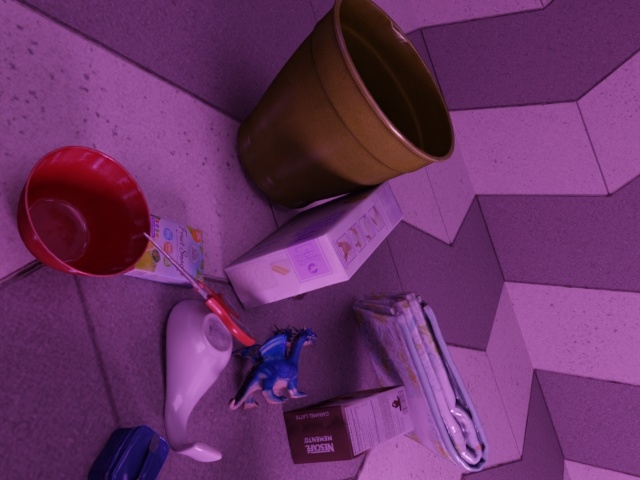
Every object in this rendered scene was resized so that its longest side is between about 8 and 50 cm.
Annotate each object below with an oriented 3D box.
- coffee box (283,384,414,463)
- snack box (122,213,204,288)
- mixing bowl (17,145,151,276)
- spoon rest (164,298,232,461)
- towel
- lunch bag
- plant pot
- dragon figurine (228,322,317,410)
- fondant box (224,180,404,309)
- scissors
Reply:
[{"bbox_3d":[0.062,0.360,1.110,0.246,0.141,0.098,6,69,-54],"label":"coffee box"},{"bbox_3d":[-0.255,0.017,0.914,0.141,0.037,0.100,22,57,-51],"label":"snack box"},{"bbox_3d":[-0.334,-0.026,0.761,0.181,0.098,0.181,32,48,-44],"label":"mixing bowl"},{"bbox_3d":[-0.196,0.212,0.879,0.137,0.084,0.276,44,27,-37],"label":"spoon rest"},{"bbox_3d":[0.205,0.289,1.231,0.090,0.320,0.374,-21,91,-15],"label":"towel"},{"bbox_3d":[-0.252,0.298,0.741,0.067,0.065,0.098,51,36,-27],"label":"lunch bag"},{"bbox_3d":[0.025,-0.242,1.159,0.366,0.353,0.366,32,43,-36],"label":"plant pot"},{"bbox_3d":[-0.098,0.218,0.994,0.289,0.085,0.144,8,65,-58],"label":"dragon figurine"},{"bbox_3d":[0.000,0.000,1.117,0.096,0.238,0.330,64,32,-11],"label":"fondant box"},{"bbox_3d":[-0.177,0.086,0.872,0.109,0.021,0.297,54,-4,32],"label":"scissors"}]
